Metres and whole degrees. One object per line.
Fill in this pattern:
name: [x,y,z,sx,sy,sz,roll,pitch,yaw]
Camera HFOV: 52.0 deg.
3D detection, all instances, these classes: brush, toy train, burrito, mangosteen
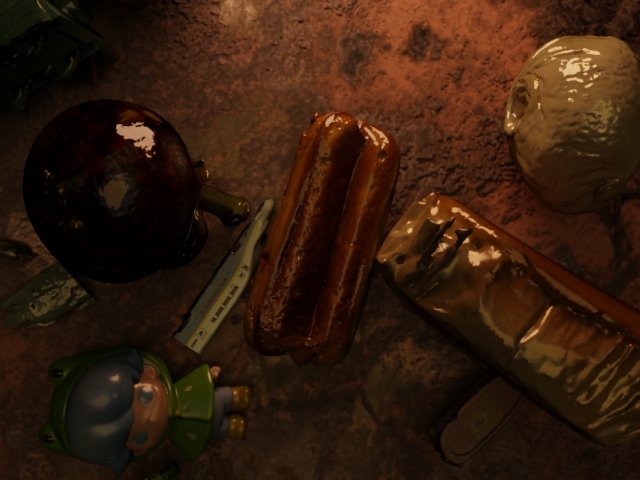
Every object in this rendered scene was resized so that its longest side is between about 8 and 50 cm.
brush: [0.271,0.196,0.943,0.313,0.067,0.072,-38,104,-16]
toy train: [-0.120,0.047,0.916,0.051,0.052,0.234,35,85,-5]
toy train: [-0.451,-0.248,0.834,0.330,0.138,0.178,-29,86,9]
burrito: [-0.377,0.084,0.900,0.118,0.044,0.074,-33,95,-8]
mangosteen: [-0.230,-0.059,0.852,0.289,0.231,0.231,3,87,-45]

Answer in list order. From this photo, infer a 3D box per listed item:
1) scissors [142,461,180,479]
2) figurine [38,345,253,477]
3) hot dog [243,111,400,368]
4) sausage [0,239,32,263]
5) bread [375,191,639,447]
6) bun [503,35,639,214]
scissors: [-0.289,0.357,0.883,0.204,0.101,0.027,-29,80,8]
figurine: [-0.225,0.223,0.866,0.263,0.143,0.162,8,94,-21]
hot dog: [0.000,0.000,0.893,0.158,0.117,0.349,16,88,-21]
sausage: [-0.529,-0.002,0.895,0.269,0.033,0.033,11,87,-4]
bread: [0.260,0.086,0.838,0.388,0.236,0.183,38,87,5]
bun: [0.328,-0.153,0.886,0.153,0.244,0.244,1,88,6]
